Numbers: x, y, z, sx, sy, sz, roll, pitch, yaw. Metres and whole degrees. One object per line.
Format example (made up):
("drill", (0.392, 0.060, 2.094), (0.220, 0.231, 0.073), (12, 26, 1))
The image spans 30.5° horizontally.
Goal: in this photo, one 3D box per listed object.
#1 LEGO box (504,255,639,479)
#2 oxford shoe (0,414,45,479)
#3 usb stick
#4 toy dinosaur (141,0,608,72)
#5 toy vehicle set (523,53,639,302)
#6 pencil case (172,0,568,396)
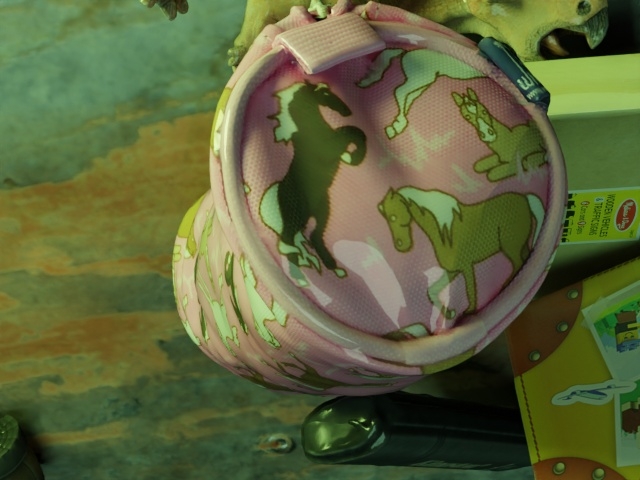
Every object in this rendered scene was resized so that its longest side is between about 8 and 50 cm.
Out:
("LEGO box", (0.432, 0.117, 0.761), (0.500, 0.193, 0.372), (-25, 133, 20))
("oxford shoe", (-0.345, 0.225, 1.011), (0.227, 0.082, 0.096), (-12, 127, 14))
("usb stick", (0.088, 0.142, 0.852), (0.077, 0.045, 0.278), (-27, 156, 27))
("toy dinosaur", (0.007, -0.195, 0.655), (0.200, 0.127, 0.296), (-38, 118, 26))
("toy vehicle set", (0.155, -0.026, 0.748), (0.166, 0.035, 0.267), (-3, 154, 5))
("pencil case", (0.000, 0.000, 0.657), (0.160, 0.167, 0.386), (26, 167, -4))
